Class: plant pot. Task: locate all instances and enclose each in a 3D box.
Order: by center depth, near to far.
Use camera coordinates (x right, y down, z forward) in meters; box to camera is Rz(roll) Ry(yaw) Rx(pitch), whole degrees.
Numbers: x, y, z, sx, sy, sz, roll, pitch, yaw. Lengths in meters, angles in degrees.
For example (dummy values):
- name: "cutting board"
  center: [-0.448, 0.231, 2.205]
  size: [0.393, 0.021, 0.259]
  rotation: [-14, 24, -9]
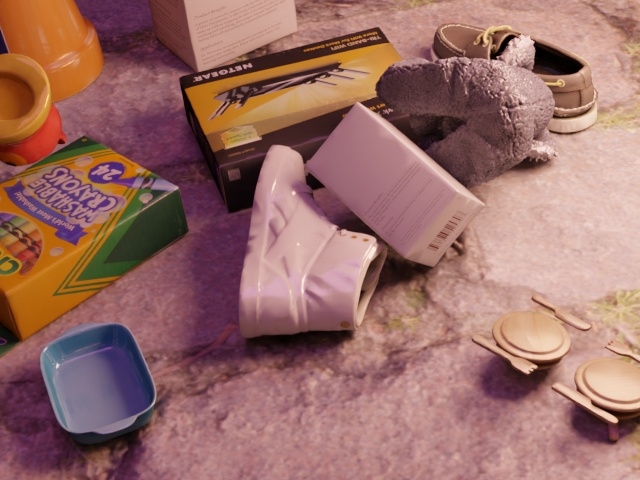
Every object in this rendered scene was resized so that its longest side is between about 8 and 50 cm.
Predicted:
- name: "plant pot"
  center: [-0.451, -0.336, 2.057]
  size: [0.205, 0.188, 0.205]
  rotation: [-5, 38, 4]

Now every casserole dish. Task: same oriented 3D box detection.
- name: "casserole dish"
  center: [-0.250, 0.164, 1.522]
  size: [0.114, 0.037, 0.188]
  rotation: [-18, 39, -13]

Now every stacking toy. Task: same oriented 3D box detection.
- name: "stacking toy"
  center: [-0.507, -0.128, 1.750]
  size: [0.309, 0.130, 0.279]
  rotation: [23, 75, 17]

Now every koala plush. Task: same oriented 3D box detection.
- name: "koala plush"
  center: [0.225, -0.163, 1.725]
  size: [0.203, 0.196, 0.221]
  rotation: [-12, 4, 43]

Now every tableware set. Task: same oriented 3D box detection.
- name: "tableware set"
  center: [0.270, 0.141, 1.463]
  size: [0.194, 0.039, 0.128]
  rotation: [31, 41, 31]

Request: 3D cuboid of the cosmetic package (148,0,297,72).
- name: "cosmetic package"
  center: [-0.166, -0.463, 2.025]
  size: [0.197, 0.365, 0.155]
  rotation: [-25, 42, -22]

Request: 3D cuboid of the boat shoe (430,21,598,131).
- name: "boat shoe"
  center: [0.271, -0.255, 1.910]
  size: [0.109, 0.091, 0.305]
  rotation: [-30, 43, -25]

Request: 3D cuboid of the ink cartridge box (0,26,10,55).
- name: "ink cartridge box"
  center: [-0.555, -0.276, 1.908]
  size: [0.307, 0.304, 0.072]
  rotation: [25, 52, 35]

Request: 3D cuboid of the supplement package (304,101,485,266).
- name: "supplement package"
  center: [0.090, -0.066, 1.629]
  size: [0.179, 0.105, 0.105]
  rotation: [44, 102, 23]

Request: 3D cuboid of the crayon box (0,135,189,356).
- name: "crayon box"
  center: [-0.356, 0.003, 1.705]
  size: [0.203, 0.083, 0.323]
  rotation: [28, 51, 37]

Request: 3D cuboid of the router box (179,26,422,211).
- name: "router box"
  center: [-0.019, -0.175, 1.868]
  size: [0.309, 0.081, 0.243]
  rotation: [-16, 39, -10]

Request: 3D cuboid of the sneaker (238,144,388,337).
- name: "sneaker"
  center: [0.000, 0.000, 1.639]
  size: [0.169, 0.108, 0.292]
  rotation: [0, 49, 7]
